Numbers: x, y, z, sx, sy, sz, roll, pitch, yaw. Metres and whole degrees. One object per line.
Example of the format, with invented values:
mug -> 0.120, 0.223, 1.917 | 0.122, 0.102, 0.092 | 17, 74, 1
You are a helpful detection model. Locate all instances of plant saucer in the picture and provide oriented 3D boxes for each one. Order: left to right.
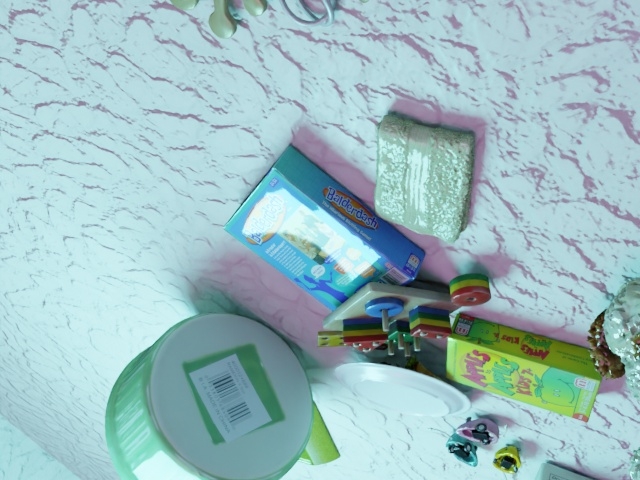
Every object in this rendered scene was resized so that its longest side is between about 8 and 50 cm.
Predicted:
plant saucer -> -0.076, 0.354, 1.296 | 0.188, 0.045, 0.188 | 5, 135, 30

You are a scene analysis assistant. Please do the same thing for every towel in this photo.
towel -> 0.108, -0.062, 0.735 | 0.110, 0.027, 0.148 | 17, 139, 17

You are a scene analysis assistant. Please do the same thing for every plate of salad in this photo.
plate of salad -> 0.117, 0.206, 0.989 | 0.199, 0.048, 0.200 | 13, 154, 7

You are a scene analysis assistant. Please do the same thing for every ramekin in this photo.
ramekin -> -0.157, 0.257, 1.052 | 0.303, 0.303, 0.148 | 37, 135, -6

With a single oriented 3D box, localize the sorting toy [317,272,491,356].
sorting toy -> 0.086, 0.109, 0.870 | 0.132, 0.046, 0.274 | 11, 150, -23

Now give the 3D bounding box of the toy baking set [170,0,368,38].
toy baking set -> -0.070, -0.279, 0.622 | 0.256, 0.030, 0.197 | 6, 138, 30

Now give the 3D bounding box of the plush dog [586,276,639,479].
plush dog -> 0.375, 0.123, 0.657 | 0.225, 0.210, 0.262 | 46, 161, 11

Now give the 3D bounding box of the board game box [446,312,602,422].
board game box -> 0.251, 0.158, 0.863 | 0.181, 0.043, 0.092 | 14, 139, 21

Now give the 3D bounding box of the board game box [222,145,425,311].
board game box -> 0.000, 0.000, 0.858 | 0.210, 0.047, 0.160 | 38, 142, -9

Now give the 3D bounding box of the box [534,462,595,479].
box -> 0.332, 0.487, 0.948 | 0.147, 0.311, 0.121 | 18, 140, 18

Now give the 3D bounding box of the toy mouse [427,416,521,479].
toy mouse -> 0.233, 0.299, 1.037 | 0.143, 0.031, 0.161 | 18, 140, 17
